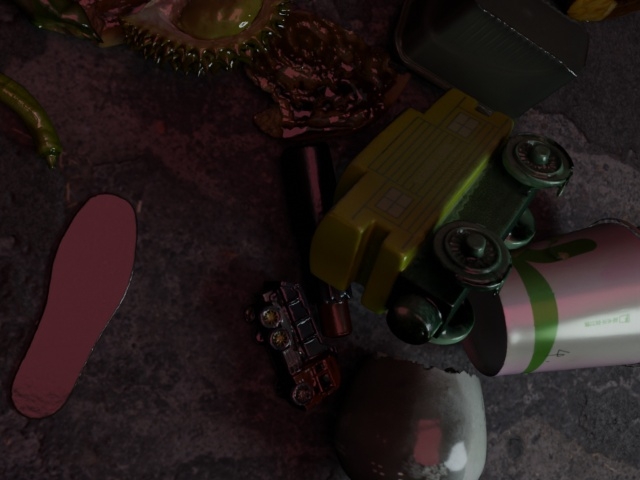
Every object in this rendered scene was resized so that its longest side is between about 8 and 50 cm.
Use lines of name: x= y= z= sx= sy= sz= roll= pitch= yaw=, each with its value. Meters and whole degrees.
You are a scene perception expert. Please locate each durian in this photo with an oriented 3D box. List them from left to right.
durian: x=-0.122 y=-0.335 z=1.044 sx=0.306 sy=0.172 sz=0.166 roll=-45 pitch=109 yaw=-2

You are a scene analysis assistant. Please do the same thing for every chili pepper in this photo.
chili pepper: x=-0.411 y=-0.186 z=1.009 sx=0.049 sy=0.043 sz=0.208 roll=-40 pitch=99 yaw=8

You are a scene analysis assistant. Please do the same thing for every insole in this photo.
insole: x=-0.336 y=0.090 z=1.048 sx=0.111 sy=0.007 sz=0.328 roll=23 pitch=81 yaw=-19

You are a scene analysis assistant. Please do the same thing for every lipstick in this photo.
lipstick: x=0.000 y=0.000 z=1.143 sx=0.081 sy=0.081 sz=0.300 roll=-10 pitch=92 yaw=-22

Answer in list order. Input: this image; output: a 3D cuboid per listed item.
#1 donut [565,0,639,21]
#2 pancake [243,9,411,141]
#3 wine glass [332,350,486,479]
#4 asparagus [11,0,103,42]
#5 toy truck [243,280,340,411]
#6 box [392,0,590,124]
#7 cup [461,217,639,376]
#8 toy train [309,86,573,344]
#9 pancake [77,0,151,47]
donut: x=0.509 y=-0.451 z=1.329 sx=0.217 sy=0.141 sz=0.085 roll=-11 pitch=83 yaw=-22
pancake: x=0.005 y=-0.231 z=1.165 sx=0.257 sy=0.056 sz=0.212 roll=23 pitch=73 yaw=-12
wine glass: x=0.122 y=0.334 z=1.110 sx=0.238 sy=0.238 sz=0.323 roll=17 pitch=81 yaw=-20
asparagus: x=-0.419 y=-0.382 z=0.986 sx=0.085 sy=0.082 sz=0.343 roll=-41 pitch=104 yaw=-17
toy truck: x=-0.040 y=0.151 z=1.122 sx=0.092 sy=0.083 sz=0.192 roll=-24 pitch=97 yaw=-24
box: x=0.269 y=-0.316 z=1.193 sx=0.274 sy=0.178 sz=0.138 roll=26 pitch=63 yaw=-21
cup: x=0.372 y=0.104 z=1.215 sx=0.273 sy=0.253 sz=0.253 roll=-9 pitch=92 yaw=-13
toy train: x=0.169 y=-0.049 z=1.078 sx=0.272 sy=0.179 sz=0.442 roll=31 pitch=49 yaw=15
pancake: x=-0.263 y=-0.423 z=1.061 sx=0.266 sy=0.057 sz=0.245 roll=-35 pitch=101 yaw=-18
